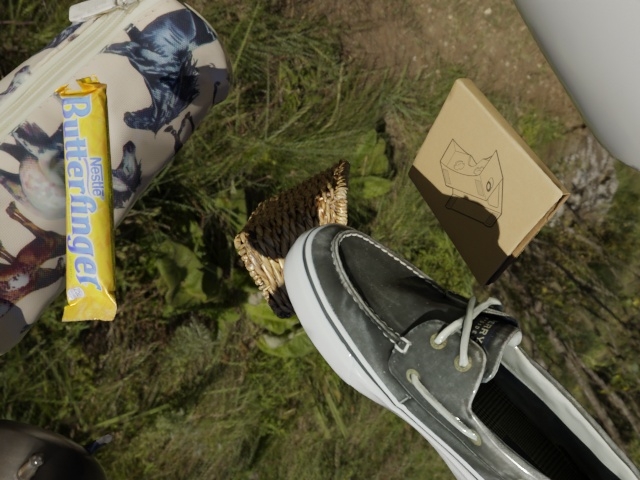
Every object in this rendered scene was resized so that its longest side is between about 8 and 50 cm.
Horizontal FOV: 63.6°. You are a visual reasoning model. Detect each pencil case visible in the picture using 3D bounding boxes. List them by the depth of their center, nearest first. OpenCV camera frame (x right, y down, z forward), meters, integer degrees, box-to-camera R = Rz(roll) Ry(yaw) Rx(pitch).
[{"bbox_3d":[-0.253,-0.068,0.463,0.410,0.160,0.183,-57,159,-23],"label":"pencil case"}]

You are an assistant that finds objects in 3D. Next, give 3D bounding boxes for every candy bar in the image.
[{"bbox_3d":[-0.152,-0.028,0.336,0.040,0.161,0.018,-7,173,18],"label":"candy bar"}]

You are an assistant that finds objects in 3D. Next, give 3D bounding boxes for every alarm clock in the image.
[{"bbox_3d":[-0.226,0.168,0.334,0.192,0.064,0.129,-14,130,9],"label":"alarm clock"}]

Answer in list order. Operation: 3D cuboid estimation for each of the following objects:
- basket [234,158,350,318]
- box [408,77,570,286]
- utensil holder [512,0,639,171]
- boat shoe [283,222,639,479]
[{"bbox_3d":[0.000,0.000,0.996,0.223,0.213,0.299,-26,-166,10],"label":"basket"},{"bbox_3d":[0.189,-0.071,0.628,0.021,0.201,0.164,-8,144,-25],"label":"box"},{"bbox_3d":[0.217,-0.259,0.257,0.327,0.327,0.385,-33,124,22],"label":"utensil holder"},{"bbox_3d":[0.113,0.094,0.399,0.121,0.335,0.119,-36,165,-41],"label":"boat shoe"}]
